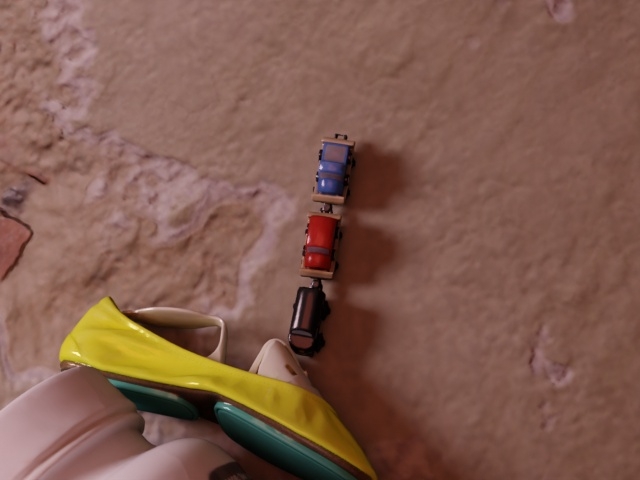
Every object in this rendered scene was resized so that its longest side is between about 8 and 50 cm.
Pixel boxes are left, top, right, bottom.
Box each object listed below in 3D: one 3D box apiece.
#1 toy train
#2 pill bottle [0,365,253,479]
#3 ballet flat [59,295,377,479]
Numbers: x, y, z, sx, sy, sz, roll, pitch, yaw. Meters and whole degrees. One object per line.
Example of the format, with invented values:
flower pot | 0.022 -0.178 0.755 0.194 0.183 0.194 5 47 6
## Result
toy train | 0.000 0.000 0.747 0.027 0.036 0.158 7 78 10
pill bottle | -0.075 0.228 0.626 0.176 0.176 0.318 -45 76 -4
ballet flat | -0.062 0.092 0.719 0.231 0.077 0.077 18 63 14
